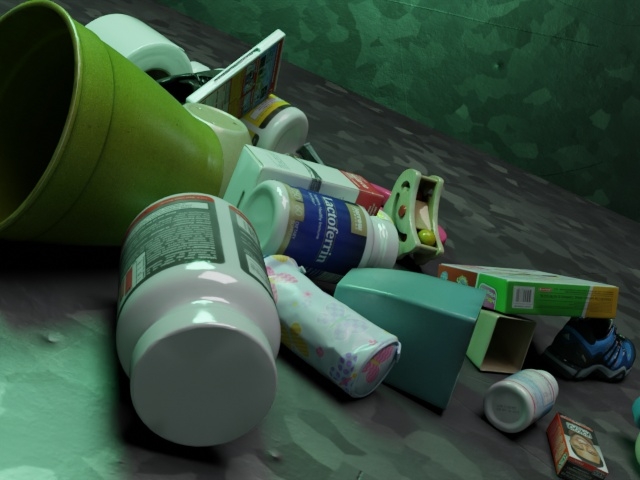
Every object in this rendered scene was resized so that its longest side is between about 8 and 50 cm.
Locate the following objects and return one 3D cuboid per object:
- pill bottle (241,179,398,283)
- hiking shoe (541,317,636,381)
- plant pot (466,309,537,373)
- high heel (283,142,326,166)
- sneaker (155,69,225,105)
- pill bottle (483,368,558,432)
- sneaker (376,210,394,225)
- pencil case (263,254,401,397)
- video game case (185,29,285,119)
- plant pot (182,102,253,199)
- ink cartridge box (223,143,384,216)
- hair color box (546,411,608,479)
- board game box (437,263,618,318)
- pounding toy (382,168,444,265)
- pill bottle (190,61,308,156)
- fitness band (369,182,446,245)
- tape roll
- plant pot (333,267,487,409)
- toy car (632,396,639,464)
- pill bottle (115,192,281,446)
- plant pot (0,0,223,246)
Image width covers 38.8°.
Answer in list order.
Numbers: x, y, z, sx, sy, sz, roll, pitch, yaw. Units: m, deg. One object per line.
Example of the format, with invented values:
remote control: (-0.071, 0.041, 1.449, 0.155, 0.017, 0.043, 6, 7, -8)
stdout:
pill bottle: (-0.001, -0.006, 1.615, 0.265, 0.153, 0.153, 14, 22, -32)
hiking shoe: (0.592, 0.216, 1.900, 0.304, 0.132, 0.113, 2, 30, -47)
plant pot: (0.327, 0.182, 1.733, 0.109, 0.109, 0.096, 10, 11, -35)
high heel: (-0.045, -0.113, 2.118, 0.186, 0.093, 0.261, 55, 43, 0)
sneaker: (-0.276, -0.317, 1.968, 0.286, 0.130, 0.109, -26, 95, -40)
pill bottle: (0.347, 0.268, 1.546, 0.087, 0.087, 0.160, 35, 21, 27)
sneaker: (0.070, -0.039, 2.060, 0.240, 0.091, 0.126, 27, -11, 34)
pencil case: (-0.004, 0.132, 1.441, 0.273, 0.113, 0.124, 36, 43, 28)
video game case: (-0.190, -0.320, 1.994, 0.025, 0.204, 0.285, 40, 62, 12)
plant pot: (-0.242, -0.163, 1.817, 0.284, 0.190, 0.284, 21, 20, -8)
ink cartridge box: (-0.047, -0.048, 1.735, 0.273, 0.197, 0.114, 13, 21, -32)
hair color box: (0.421, 0.346, 1.495, 0.072, 0.043, 0.141, 24, 20, -3)
board game box: (0.412, 0.100, 1.856, 0.242, 0.064, 0.316, 4, 3, -16)
pounding toy: (0.247, -0.065, 2.095, 0.155, 0.154, 0.269, 14, 47, -25)
pill bottle: (-0.211, -0.304, 2.224, 0.334, 0.187, 0.188, 33, 21, 21)
fitness band: (0.189, -0.061, 2.269, 0.209, 0.054, 0.291, 7, 27, -41)
tape roll: (-0.430, -0.361, 2.033, 0.169, 0.246, 0.246, 38, 23, 32)
plant pot: (0.135, 0.143, 1.525, 0.234, 0.165, 0.165, 18, 18, 12)
toy car: (0.693, 0.366, 1.563, 0.238, 0.210, 0.219, 33, 28, -13)
pill bottle: (-0.165, 0.093, 1.209, 0.210, 0.210, 0.363, 18, 20, -18)
plant pot: (-0.358, -0.139, 1.453, 0.353, 0.366, 0.366, 21, 16, -48)
